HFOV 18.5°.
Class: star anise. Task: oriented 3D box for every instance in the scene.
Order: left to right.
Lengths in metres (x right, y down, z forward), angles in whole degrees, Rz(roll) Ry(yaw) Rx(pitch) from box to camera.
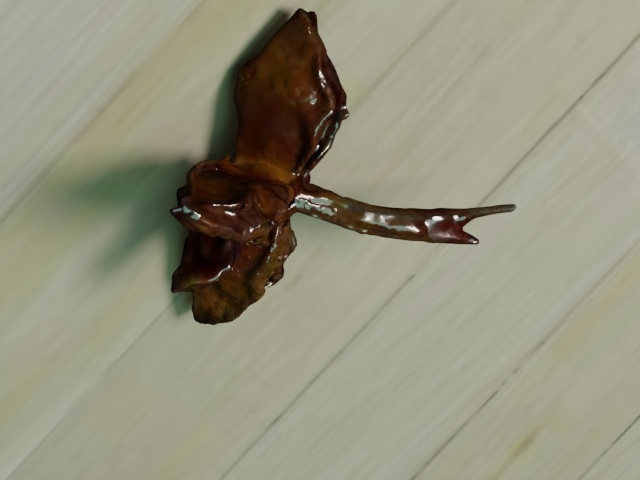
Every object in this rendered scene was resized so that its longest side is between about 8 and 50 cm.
[{"bbox_3d":[0.005,-0.009,0.956,0.140,0.144,0.158,-57,169,-26],"label":"star anise"}]
